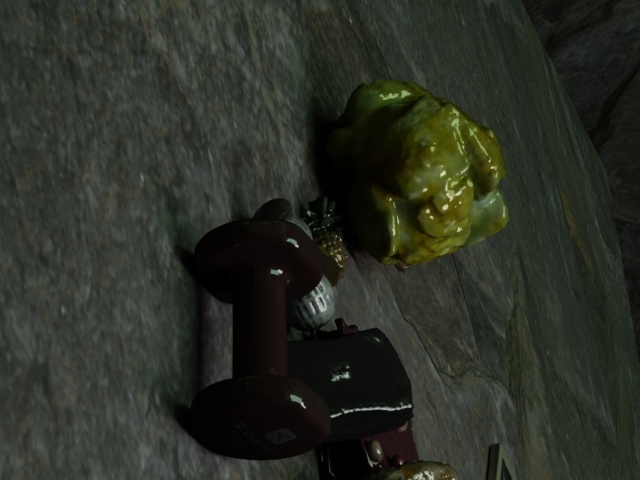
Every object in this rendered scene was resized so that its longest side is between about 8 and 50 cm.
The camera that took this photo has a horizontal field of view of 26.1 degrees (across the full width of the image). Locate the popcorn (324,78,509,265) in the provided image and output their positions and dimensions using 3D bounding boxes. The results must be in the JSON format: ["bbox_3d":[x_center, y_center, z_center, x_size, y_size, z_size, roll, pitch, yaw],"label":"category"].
[{"bbox_3d":[0.127,-0.101,1.887,0.225,0.276,0.276,-8,81,-35],"label":"popcorn"}]

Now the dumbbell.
[{"bbox_3d":[-0.061,0.098,1.381,0.140,0.124,0.225,46,34,-50],"label":"dumbbell"}]

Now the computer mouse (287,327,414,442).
[{"bbox_3d":[0.010,0.165,1.539,0.217,0.073,0.122,-3,63,-38],"label":"computer mouse"}]

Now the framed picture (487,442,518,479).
[{"bbox_3d":[0.306,0.510,2.180,0.324,0.020,0.240,-71,141,-58],"label":"framed picture"}]

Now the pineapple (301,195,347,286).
[{"bbox_3d":[0.000,0.000,1.709,0.159,0.074,0.074,-87,153,-60],"label":"pineapple"}]

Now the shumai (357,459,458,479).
[{"bbox_3d":[0.090,0.339,1.550,0.209,0.161,0.153,71,7,-67],"label":"shumai"}]

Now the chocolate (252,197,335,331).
[{"bbox_3d":[-0.033,0.030,1.585,0.072,0.072,0.167,-68,140,-60],"label":"chocolate"}]

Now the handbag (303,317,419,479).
[{"bbox_3d":[0.061,0.213,1.688,0.203,0.074,0.216,40,38,-58],"label":"handbag"}]

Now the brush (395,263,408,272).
[{"bbox_3d":[0.142,-0.072,2.155,0.084,0.071,0.301,40,45,-31],"label":"brush"}]
